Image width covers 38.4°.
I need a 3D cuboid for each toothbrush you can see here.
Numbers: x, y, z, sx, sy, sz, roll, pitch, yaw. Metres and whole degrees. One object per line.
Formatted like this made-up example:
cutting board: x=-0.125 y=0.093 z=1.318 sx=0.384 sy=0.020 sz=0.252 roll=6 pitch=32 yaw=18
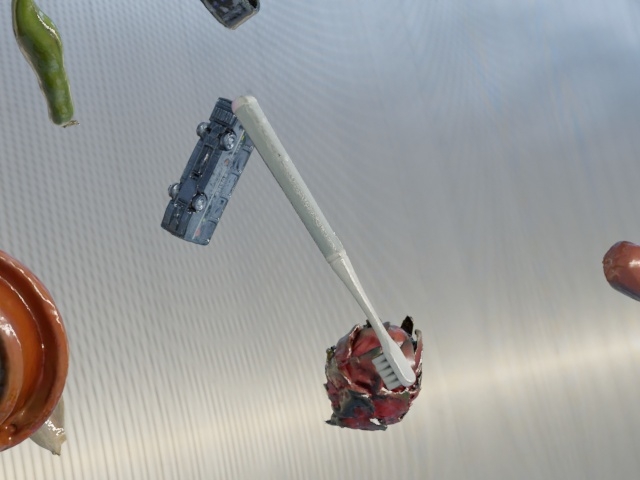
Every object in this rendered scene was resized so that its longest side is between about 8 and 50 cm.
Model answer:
toothbrush: x=0.002 y=-0.001 z=0.935 sx=0.025 sy=0.030 sz=0.342 roll=-22 pitch=82 yaw=-58

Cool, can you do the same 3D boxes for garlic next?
garlic: x=-0.632 y=0.390 z=2.085 sx=0.101 sy=0.087 sz=0.195 roll=20 pitch=37 yaw=-48

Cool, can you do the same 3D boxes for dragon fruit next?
dragon fruit: x=0.087 y=0.222 z=1.526 sx=0.182 sy=0.182 sz=0.188 roll=7 pitch=74 yaw=-54

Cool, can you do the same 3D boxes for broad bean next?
broad bean: x=-0.446 y=-0.277 z=1.500 sx=0.075 sy=0.067 sz=0.325 roll=54 pitch=-22 yaw=33

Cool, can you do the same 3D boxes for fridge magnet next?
fridge magnet: x=-0.573 y=0.172 z=1.439 sx=0.155 sy=0.363 sz=0.363 roll=-58 pitch=125 yaw=-76

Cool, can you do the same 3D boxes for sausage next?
sausage: x=0.369 y=0.040 z=1.063 sx=0.094 sy=0.059 sz=0.054 roll=27 pitch=85 yaw=-18

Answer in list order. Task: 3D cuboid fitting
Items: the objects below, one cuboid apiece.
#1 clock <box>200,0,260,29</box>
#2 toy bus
clock: x=-0.125 y=-0.322 z=1.011 sx=0.184 sy=0.040 sz=0.184 roll=57 pitch=15 yaw=-24
toy bus: x=-0.123 y=-0.077 z=1.047 sx=0.065 sy=0.047 sz=0.166 roll=24 pitch=93 yaw=-58
